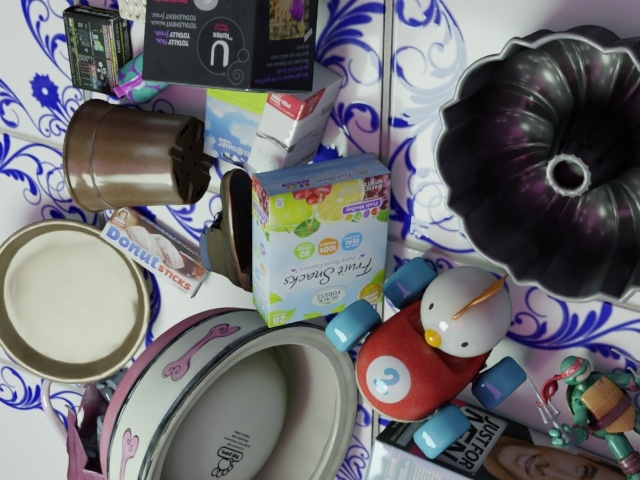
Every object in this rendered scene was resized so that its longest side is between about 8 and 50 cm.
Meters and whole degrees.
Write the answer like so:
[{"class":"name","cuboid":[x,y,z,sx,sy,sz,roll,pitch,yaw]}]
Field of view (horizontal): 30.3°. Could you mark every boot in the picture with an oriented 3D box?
[{"class":"boot","cuboid":[-0.140,-0.017,1.704,0.106,0.082,0.219,15,134,28]}]

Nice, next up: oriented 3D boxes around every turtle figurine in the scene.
[{"class":"turtle figurine","cuboid":[0.374,0.215,1.501,0.175,0.118,0.234,-43,91,1]}]

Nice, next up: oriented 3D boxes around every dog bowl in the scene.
[{"class":"dog bowl","cuboid":[-0.138,0.277,1.699,0.150,0.408,0.408,28,131,38]}]

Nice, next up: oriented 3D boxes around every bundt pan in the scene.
[{"class":"bundt pan","cuboid":[0.302,-0.097,1.347,0.330,0.124,0.331,16,124,25]}]

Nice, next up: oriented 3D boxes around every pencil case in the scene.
[{"class":"pencil case","cuboid":[-0.219,-0.246,1.632,0.151,0.070,0.064,-29,99,42]}]

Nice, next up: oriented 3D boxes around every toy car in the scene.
[{"class":"toy car","cuboid":[0.156,0.113,1.477,0.219,0.210,0.238,49,153,13]}]

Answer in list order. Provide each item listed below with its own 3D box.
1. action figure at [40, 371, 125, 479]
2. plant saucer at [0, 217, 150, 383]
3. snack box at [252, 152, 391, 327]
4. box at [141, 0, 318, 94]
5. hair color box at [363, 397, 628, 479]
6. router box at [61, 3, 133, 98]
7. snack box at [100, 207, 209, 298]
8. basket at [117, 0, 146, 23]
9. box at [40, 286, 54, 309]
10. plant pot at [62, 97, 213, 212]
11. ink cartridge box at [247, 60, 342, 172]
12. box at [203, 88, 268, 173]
[{"class":"action figure","cuboid":[-0.401,0.424,2.038,0.275,0.248,0.370,29,126,16]},{"class":"plant saucer","cuboid":[-0.407,0.097,1.913,0.277,0.041,0.278,2,104,7]},{"class":"snack box","cuboid":[0.000,0.000,1.569,0.070,0.174,0.207,-127,32,-50]},{"class":"box","cuboid":[-0.101,-0.316,1.408,0.165,0.143,0.271,10,99,30]},{"class":"hair color box","cuboid":[0.263,0.339,1.575,0.374,0.185,0.114,20,115,18]},{"class":"router box","cuboid":[-0.318,-0.273,1.700,0.092,0.038,0.123,16,125,26]},{"class":"snack box","cuboid":[-0.253,0.014,1.826,0.178,0.022,0.064,34,102,12]},{"class":"basket","cuboid":[-0.201,-0.365,1.521,0.103,0.113,0.167,13,123,29]},{"class":"box","cuboid":[-0.462,0.130,2.015,0.126,0.072,0.137,-9,111,36]},{"class":"plant pot","cuboid":[-0.252,-0.117,1.680,0.165,0.167,0.167,5,120,23]},{"class":"ink cartridge box","cuboid":[-0.035,-0.156,1.546,0.056,0.099,0.135,33,129,15]},{"class":"box","cuboid":[-0.104,-0.186,1.610,0.109,0.042,0.178,23,128,21]}]
